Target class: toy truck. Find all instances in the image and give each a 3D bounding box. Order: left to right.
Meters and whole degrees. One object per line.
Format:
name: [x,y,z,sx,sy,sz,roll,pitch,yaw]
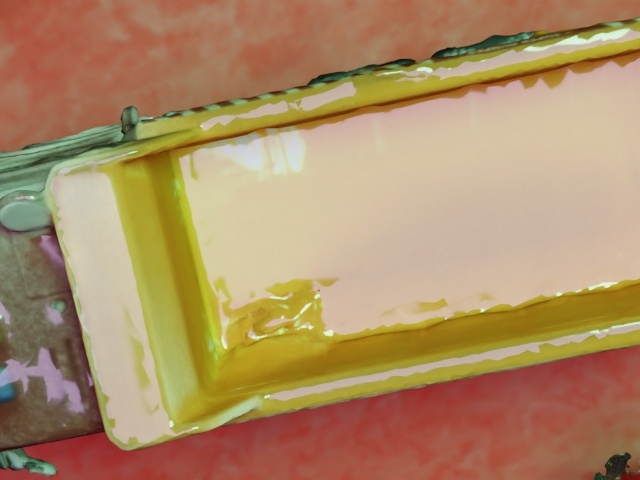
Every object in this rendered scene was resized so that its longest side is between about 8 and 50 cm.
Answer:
toy truck: [0.000,0.000,0.530,0.270,0.135,0.114,-12,97,6]

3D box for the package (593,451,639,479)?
package: [0.212,0.159,0.571,0.269,0.071,0.194,13,113,-1]
